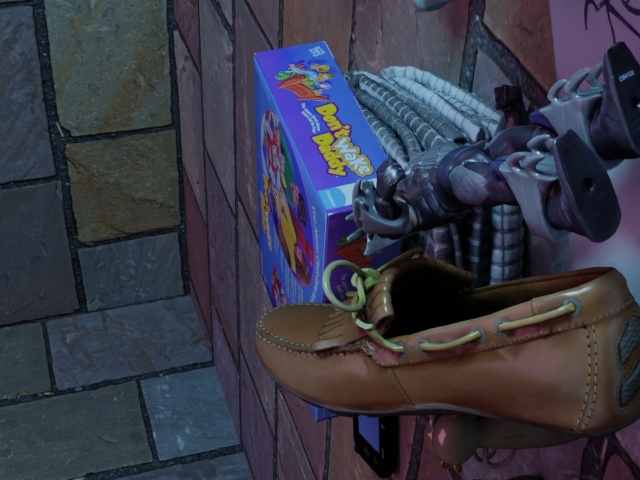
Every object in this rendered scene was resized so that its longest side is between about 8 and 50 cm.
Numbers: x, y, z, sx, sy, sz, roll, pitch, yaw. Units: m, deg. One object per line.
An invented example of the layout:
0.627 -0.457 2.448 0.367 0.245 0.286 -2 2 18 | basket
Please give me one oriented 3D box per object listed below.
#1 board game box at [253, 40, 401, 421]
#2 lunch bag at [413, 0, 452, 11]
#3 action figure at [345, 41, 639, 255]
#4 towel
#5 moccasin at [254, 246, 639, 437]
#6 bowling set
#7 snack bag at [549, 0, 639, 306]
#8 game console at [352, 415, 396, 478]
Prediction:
0.000 0.000 1.095 0.347 0.078 0.233 93 160 -49 | board game box
0.094 -0.314 0.667 0.262 0.160 0.223 57 156 -10 | lunch bag
0.124 -0.057 0.780 0.099 0.185 0.285 55 155 -14 | action figure
0.100 -0.038 1.065 0.283 0.121 0.235 -128 31 -60 | towel
0.082 0.069 0.835 0.380 0.139 0.146 -1 111 52 | moccasin
0.151 0.235 0.984 0.200 0.154 0.286 -137 40 -66 | bowling set
0.240 -0.078 0.692 0.342 0.037 0.323 -155 56 -72 | snack bag
0.077 0.178 1.433 0.213 0.044 0.361 -128 31 -60 | game console
